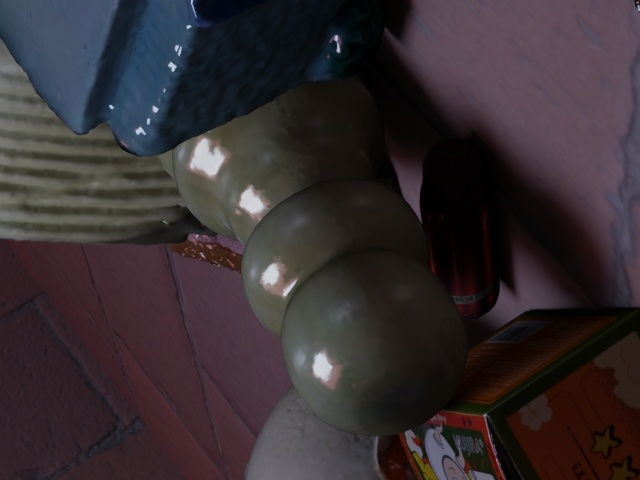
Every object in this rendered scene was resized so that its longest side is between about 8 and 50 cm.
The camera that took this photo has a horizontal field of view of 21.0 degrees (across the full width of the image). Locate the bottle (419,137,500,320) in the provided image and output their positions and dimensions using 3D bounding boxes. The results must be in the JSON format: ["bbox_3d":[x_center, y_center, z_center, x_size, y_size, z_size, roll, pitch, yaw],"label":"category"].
[{"bbox_3d":[0.103,-0.010,1.287,0.060,0.060,0.164,47,161,33],"label":"bottle"}]

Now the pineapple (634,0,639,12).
[{"bbox_3d":[0.172,-0.130,0.780,0.108,0.108,0.197,39,164,49],"label":"pineapple"}]

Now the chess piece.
[{"bbox_3d":[0.000,0.000,1.250,0.182,0.182,0.330,76,171,-49],"label":"chess piece"}]

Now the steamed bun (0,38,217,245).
[{"bbox_3d":[-0.226,-0.162,1.590,0.272,0.290,0.273,47,144,50],"label":"steamed bun"}]

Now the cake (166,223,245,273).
[{"bbox_3d":[-0.074,-0.019,1.729,0.295,0.113,0.116,29,150,48],"label":"cake"}]

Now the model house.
[{"bbox_3d":[-0.097,-0.262,1.114,0.295,0.252,0.329,54,157,16],"label":"model house"}]

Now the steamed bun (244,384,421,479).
[{"bbox_3d":[0.083,0.211,1.405,0.177,0.283,0.283,-28,95,49],"label":"steamed bun"}]

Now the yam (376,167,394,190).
[{"bbox_3d":[-0.003,-0.059,1.467,0.141,0.079,0.079,44,160,46],"label":"yam"}]

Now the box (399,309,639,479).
[{"bbox_3d":[0.172,0.159,1.235,0.177,0.148,0.195,61,164,-7],"label":"box"}]
